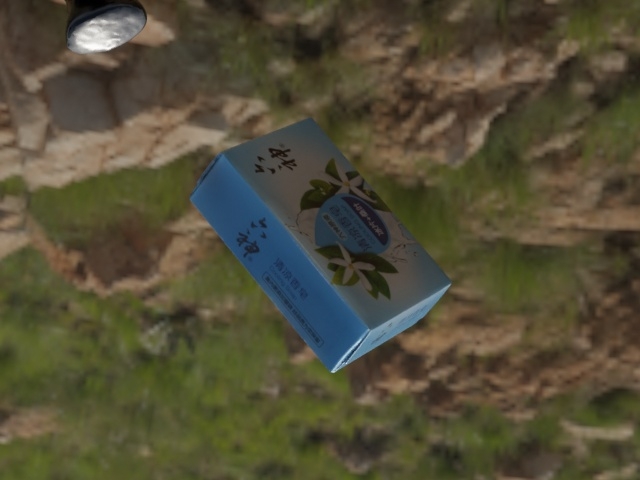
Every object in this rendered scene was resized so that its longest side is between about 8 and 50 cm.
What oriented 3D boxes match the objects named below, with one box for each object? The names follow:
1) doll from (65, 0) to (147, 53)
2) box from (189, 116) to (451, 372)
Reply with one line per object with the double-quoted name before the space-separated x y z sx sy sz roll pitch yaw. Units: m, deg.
"doll" -0.148 -0.208 0.748 0.088 0.248 0.127 -11 142 -21
"box" 0.000 0.000 1.463 0.142 0.232 0.083 -26 163 -46
